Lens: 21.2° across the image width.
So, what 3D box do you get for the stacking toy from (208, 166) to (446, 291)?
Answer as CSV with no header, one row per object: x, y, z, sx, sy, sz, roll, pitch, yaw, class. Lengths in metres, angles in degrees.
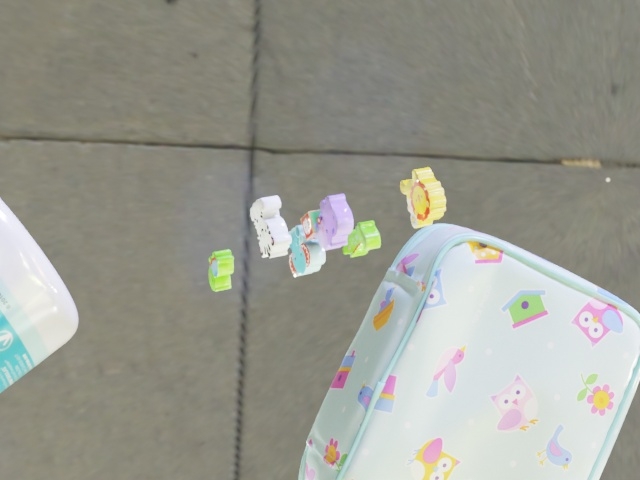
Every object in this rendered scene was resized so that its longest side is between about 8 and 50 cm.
0.000,0.000,1.573,0.167,0.221,0.052,-11,77,-22,stacking toy

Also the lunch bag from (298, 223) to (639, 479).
0.124,0.144,1.351,0.224,0.108,0.279,24,92,-18,lunch bag

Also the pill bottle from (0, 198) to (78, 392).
-0.298,0.078,1.093,0.264,0.146,0.146,-37,85,-15,pill bottle
